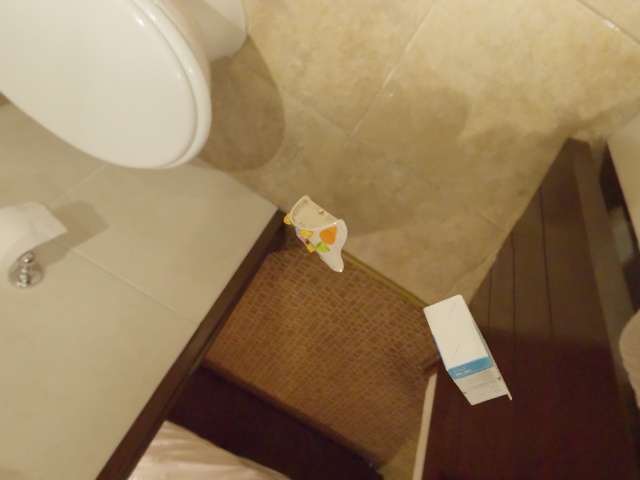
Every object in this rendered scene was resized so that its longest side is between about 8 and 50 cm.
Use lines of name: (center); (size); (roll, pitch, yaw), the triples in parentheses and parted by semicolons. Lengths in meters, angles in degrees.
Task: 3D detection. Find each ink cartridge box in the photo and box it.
ink cartridge box: (0.223, 0.174, 0.702); (0.060, 0.104, 0.180); (-26, 134, 13)

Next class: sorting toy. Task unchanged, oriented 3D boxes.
sorting toy: (0.000, 0.000, 0.537); (0.083, 0.045, 0.075); (39, 161, 53)
